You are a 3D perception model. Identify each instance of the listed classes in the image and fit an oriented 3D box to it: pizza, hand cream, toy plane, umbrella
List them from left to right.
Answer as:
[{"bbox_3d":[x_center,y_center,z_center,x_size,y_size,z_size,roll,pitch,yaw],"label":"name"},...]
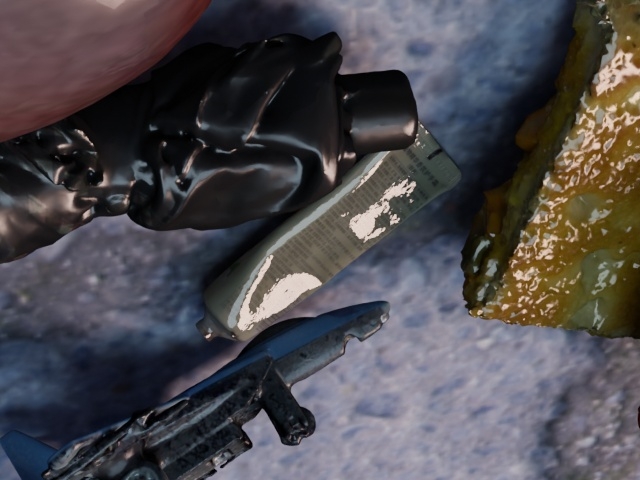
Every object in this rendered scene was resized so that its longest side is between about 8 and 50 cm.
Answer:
[{"bbox_3d":[-0.086,-0.045,0.899,0.272,0.110,0.122,-10,132,-17],"label":"umbrella"},{"bbox_3d":[-0.066,0.105,1.045,0.246,0.078,0.169,-24,162,1],"label":"toy plane"},{"bbox_3d":[0.000,0.000,1.020,0.165,0.037,0.057,-39,131,6],"label":"hand cream"},{"bbox_3d":[0.157,-0.020,1.028,0.197,0.058,0.292,-33,133,-1],"label":"pizza"}]

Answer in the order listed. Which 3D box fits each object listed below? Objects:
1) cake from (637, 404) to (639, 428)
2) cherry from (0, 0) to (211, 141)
[{"bbox_3d":[0.308,0.065,1.043,0.283,0.151,0.177,-23,143,-31],"label":"cake"},{"bbox_3d":[-0.156,-0.126,0.727,0.239,0.206,0.239,-19,137,-19],"label":"cherry"}]
